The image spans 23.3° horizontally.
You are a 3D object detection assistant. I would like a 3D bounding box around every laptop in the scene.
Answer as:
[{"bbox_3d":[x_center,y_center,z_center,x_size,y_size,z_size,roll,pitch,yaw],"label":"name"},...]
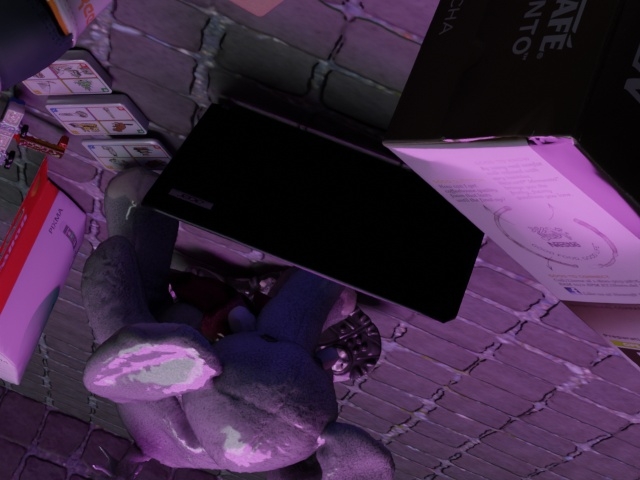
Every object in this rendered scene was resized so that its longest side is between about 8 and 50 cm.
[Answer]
[{"bbox_3d":[0.000,0.000,1.204,0.234,0.136,0.264,22,161,4],"label":"laptop"}]

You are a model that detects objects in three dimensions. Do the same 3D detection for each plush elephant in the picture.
[{"bbox_3d":[-0.066,0.101,1.286,0.272,0.330,0.255,36,153,-26],"label":"plush elephant"}]

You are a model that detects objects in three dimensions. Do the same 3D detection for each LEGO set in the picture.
[{"bbox_3d":[-0.260,-0.121,1.340,0.244,0.060,0.182,0,154,23],"label":"LEGO set"}]

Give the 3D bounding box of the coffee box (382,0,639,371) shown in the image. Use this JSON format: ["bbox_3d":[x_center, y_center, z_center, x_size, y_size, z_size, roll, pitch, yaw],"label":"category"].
[{"bbox_3d":[0.186,-0.045,0.818,0.119,0.168,0.297,2,153,46],"label":"coffee box"}]

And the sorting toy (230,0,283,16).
[{"bbox_3d":[-0.078,-0.208,0.887,0.193,0.038,0.208,29,165,-17],"label":"sorting toy"}]

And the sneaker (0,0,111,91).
[{"bbox_3d":[-0.229,-0.225,0.842,0.321,0.127,0.126,56,165,5],"label":"sneaker"}]

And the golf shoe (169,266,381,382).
[{"bbox_3d":[-0.047,0.079,1.580,0.273,0.105,0.120,12,-179,29],"label":"golf shoe"}]

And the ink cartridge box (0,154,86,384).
[{"bbox_3d":[-0.291,0.033,1.560,0.056,0.181,0.224,23,160,-4],"label":"ink cartridge box"}]
